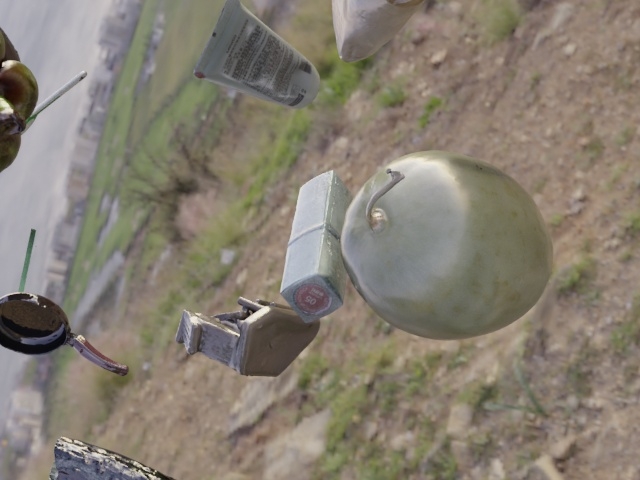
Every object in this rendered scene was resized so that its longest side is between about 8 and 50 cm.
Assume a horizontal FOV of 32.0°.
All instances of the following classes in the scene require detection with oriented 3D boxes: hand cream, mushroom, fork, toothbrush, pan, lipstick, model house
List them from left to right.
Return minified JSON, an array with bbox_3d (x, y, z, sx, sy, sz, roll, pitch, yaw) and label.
[{"bbox_3d":[-0.542,0.081,2.032,0.021,0.039,0.235,-23,53,47],"label":"fork"},{"bbox_3d":[-0.585,-0.239,2.248,0.304,0.030,0.030,-40,26,-3],"label":"toothbrush"},{"bbox_3d":[-0.365,0.135,1.581,0.040,0.212,0.115,-76,13,-48],"label":"pan"},{"bbox_3d":[-0.132,0.152,1.853,0.188,0.229,0.122,12,90,29],"label":"model house"},{"bbox_3d":[-0.088,-0.268,1.715,0.078,0.341,0.124,30,95,25],"label":"hand cream"},{"bbox_3d":[0.000,0.000,1.680,0.077,0.076,0.289,-29,28,23],"label":"lipstick"},{"bbox_3d":[0.103,-0.426,1.921,0.407,0.138,0.154,161,117,-75],"label":"mushroom"}]

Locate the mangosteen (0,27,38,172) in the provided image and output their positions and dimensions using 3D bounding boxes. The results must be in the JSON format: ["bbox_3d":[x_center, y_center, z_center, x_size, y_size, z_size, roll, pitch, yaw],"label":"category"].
[{"bbox_3d":[-0.560,-0.202,1.601,0.300,0.300,0.300,-45,37,48],"label":"mangosteen"}]

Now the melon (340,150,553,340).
[{"bbox_3d":[0.168,0.010,1.480,0.272,0.308,0.271,-164,90,-72],"label":"melon"}]

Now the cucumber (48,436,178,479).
[{"bbox_3d":[-0.263,0.375,1.671,0.072,0.303,0.081,-60,-13,-59],"label":"cucumber"}]
